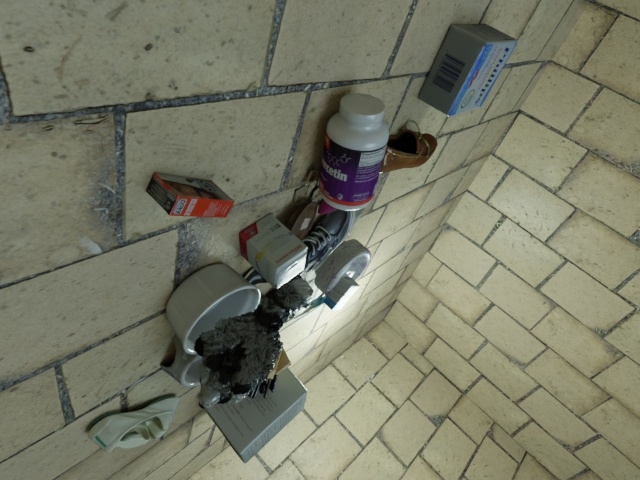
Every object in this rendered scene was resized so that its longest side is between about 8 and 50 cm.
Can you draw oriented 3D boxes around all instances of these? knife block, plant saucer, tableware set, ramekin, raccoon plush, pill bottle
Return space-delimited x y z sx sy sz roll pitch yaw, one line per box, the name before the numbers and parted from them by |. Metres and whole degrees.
knife block | -0.267 0.547 1.812 0.242 0.275 0.088 -27 -169 -23
plant saucer | -0.075 -0.052 1.397 0.198 0.036 0.198 -57 166 -23
tableware set | -0.018 -0.186 1.352 0.169 0.020 0.141 -20 145 -49
ramekin | -0.333 0.203 1.258 0.277 0.135 0.277 -38 155 -21
raccoon plush | -0.193 0.343 1.272 0.446 0.216 0.299 -29 160 -23
pill bottle | 0.098 -0.258 1.219 0.181 0.181 0.323 -33 148 -33

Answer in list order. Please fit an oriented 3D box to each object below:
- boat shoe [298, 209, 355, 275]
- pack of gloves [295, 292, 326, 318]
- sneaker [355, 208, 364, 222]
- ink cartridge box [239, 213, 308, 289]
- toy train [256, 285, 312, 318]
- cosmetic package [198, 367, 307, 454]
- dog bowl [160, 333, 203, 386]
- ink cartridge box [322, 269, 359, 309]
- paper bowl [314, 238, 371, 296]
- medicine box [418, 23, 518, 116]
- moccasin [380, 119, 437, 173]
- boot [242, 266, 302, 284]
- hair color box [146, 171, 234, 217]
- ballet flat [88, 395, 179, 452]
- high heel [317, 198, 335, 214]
boat shoe | 0.000 0.000 1.539 0.340 0.127 0.158 -58 163 24
pack of gloves | -0.021 0.287 2.000 0.232 0.046 0.195 -29 -177 11
sneaker | 0.103 -0.068 1.703 0.212 0.080 0.094 -42 169 -17
ink cartridge box | -0.146 0.035 1.271 0.128 0.176 0.127 -35 154 -29
toy train | -0.174 0.292 1.706 0.334 0.142 0.190 -26 159 -42
cosmetic package | -0.317 0.785 1.981 0.394 0.327 0.329 -35 155 -27
dog bowl | -0.396 0.384 1.484 0.349 0.102 0.348 -38 155 -21
ink cartridge box | 0.102 0.217 1.788 0.180 0.060 0.104 -52 156 11
paper bowl | 0.084 0.113 1.853 0.284 0.148 0.284 -40 157 -21
medicine box | 0.533 -0.620 1.483 0.289 0.149 0.263 -27 149 -40
moccasin | 0.335 -0.366 1.575 0.380 0.139 0.147 -16 151 -38
boot | -0.173 0.138 1.441 0.198 0.137 0.077 -36 154 -26
hair color box | -0.285 -0.098 0.913 0.053 0.093 0.167 -58 156 19
ballet flat | -0.635 0.668 1.470 0.139 0.139 0.400 -51 158 6
high heel | 0.055 -0.198 1.425 0.244 0.082 0.117 -41 131 16
